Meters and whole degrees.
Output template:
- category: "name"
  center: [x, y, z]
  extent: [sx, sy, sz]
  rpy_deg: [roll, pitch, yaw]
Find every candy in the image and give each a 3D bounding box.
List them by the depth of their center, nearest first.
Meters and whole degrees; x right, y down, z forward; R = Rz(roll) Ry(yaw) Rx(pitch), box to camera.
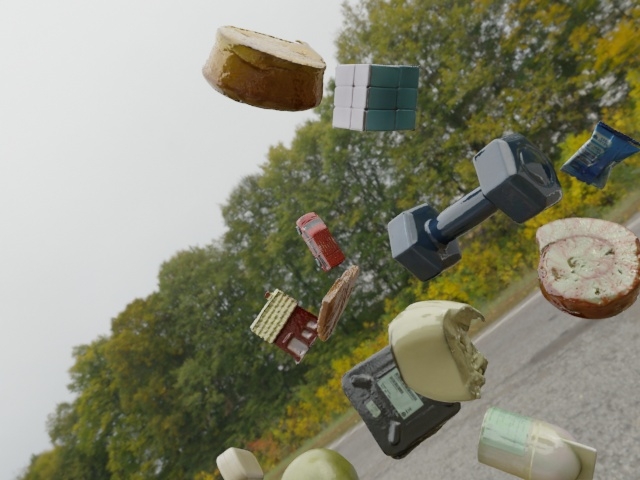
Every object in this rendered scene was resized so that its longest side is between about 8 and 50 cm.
- category: "candy"
  center: [0.522, -0.152, 0.962]
  extent: [0.038, 0.088, 0.136]
  rpy_deg: [-52, -13, -32]

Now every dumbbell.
- category: "dumbbell"
  center: [0.269, -0.050, 0.946]
  extent: [0.325, 0.159, 0.144]
  rpy_deg: [-42, 17, 46]

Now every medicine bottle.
- category: "medicine bottle"
  center: [0.842, 0.820, 2.006]
  extent: [0.235, 0.405, 0.236]
  rpy_deg: [-24, -61, -55]

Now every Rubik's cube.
- category: "Rubik's cube"
  center: [0.193, -0.506, 1.830]
  extent: [0.230, 0.225, 0.221]
  rpy_deg: [-7, 18, -29]

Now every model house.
- category: "model house"
  center: [-0.139, 0.320, 1.984]
  extent: [0.196, 0.253, 0.160]
  rpy_deg: [-54, 5, -9]

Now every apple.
- category: "apple"
  center: [0.003, 0.895, 1.841]
  extent: [0.292, 0.292, 0.254]
  rpy_deg: [-47, -15, 30]

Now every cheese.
- category: "cheese"
  center: [0.289, 0.267, 1.245]
  extent: [0.233, 0.266, 0.127]
  rpy_deg: [-10, 26, 31]

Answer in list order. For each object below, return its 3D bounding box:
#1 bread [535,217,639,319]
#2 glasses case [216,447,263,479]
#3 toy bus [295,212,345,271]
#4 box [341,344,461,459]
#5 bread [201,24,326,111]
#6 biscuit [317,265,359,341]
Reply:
- category: "bread"
  center: [0.814, 0.078, 1.558]
  extent: [0.114, 0.294, 0.328]
  rpy_deg: [64, -149, -45]
- category: "glasses case"
  center: [-0.184, 0.531, 1.198]
  extent: [0.050, 0.083, 0.196]
  rpy_deg: [-35, -26, -9]
- category: "toy bus"
  center: [0.000, 0.000, 1.635]
  extent: [0.081, 0.195, 0.089]
  rpy_deg: [-31, -2, -15]
- category: "box"
  center: [0.298, 0.571, 1.911]
  extent: [0.350, 0.359, 0.091]
  rpy_deg: [-31, -23, -13]
- category: "bread"
  center: [-0.119, -0.368, 1.129]
  extent: [0.196, 0.269, 0.143]
  rpy_deg: [-104, 30, -52]
- category: "biscuit"
  center: [0.053, 0.211, 1.704]
  extent: [0.284, 0.043, 0.306]
  rpy_deg: [-64, -13, 0]
